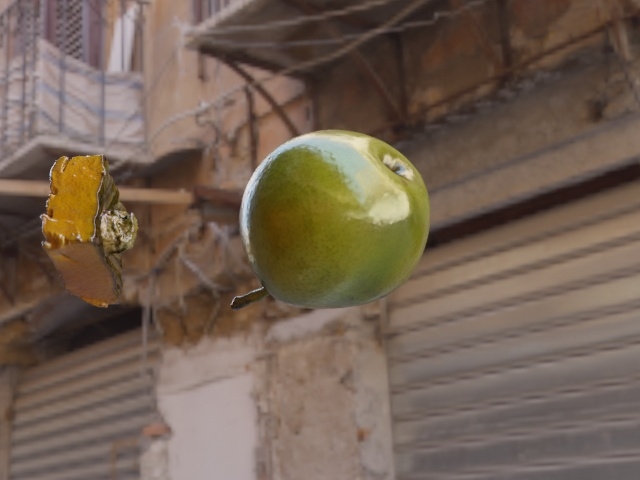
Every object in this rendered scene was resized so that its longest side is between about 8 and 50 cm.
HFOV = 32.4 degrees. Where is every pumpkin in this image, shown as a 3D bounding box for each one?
[{"bbox_3d":[-0.145,-0.005,0.716,0.053,0.074,0.083,-4,-33,1],"label":"pumpkin"}]

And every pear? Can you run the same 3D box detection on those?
[{"bbox_3d":[0.000,0.000,1.032,0.216,0.166,0.180,-51,-27,20],"label":"pear"}]
